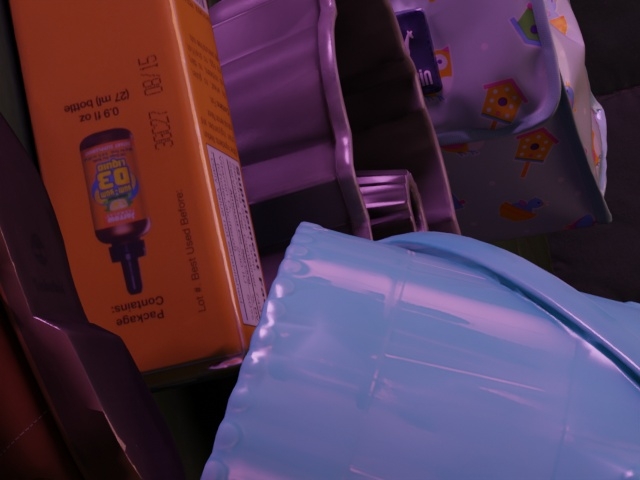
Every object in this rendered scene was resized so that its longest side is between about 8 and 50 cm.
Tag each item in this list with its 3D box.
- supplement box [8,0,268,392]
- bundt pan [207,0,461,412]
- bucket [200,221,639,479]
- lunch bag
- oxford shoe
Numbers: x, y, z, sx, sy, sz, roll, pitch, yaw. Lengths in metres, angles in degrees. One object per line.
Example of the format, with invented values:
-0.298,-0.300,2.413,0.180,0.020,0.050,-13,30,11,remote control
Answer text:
-0.083,-0.048,0.737,0.080,0.078,0.233,34,45,-76,supplement box
0.000,0.000,0.942,0.331,0.124,0.331,-14,90,-77,bundt pan
0.039,0.132,0.600,0.281,0.183,0.281,20,90,-89,bucket
0.082,-0.115,1.193,0.262,0.223,0.160,61,27,-48,lunch bag
-0.123,0.009,0.536,0.212,0.076,0.076,63,10,19,oxford shoe
